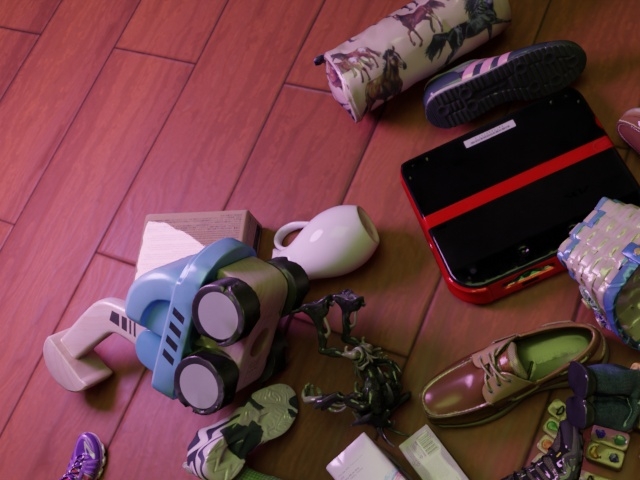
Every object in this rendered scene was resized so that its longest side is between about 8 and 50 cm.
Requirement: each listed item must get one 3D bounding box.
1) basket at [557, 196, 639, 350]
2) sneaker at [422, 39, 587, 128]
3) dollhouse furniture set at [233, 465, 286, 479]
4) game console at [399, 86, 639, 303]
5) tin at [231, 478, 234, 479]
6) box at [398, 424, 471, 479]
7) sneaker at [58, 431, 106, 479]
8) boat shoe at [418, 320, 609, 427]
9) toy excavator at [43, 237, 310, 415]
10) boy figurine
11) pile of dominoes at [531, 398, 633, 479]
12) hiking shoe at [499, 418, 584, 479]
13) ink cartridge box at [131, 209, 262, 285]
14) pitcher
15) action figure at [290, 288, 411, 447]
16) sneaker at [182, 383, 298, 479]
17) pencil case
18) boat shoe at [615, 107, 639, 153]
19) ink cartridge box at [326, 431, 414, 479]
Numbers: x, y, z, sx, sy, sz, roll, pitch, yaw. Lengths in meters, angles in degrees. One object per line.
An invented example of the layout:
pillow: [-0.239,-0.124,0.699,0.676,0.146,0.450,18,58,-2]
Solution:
basket: [0.536,0.078,1.333,0.201,0.255,0.289,-53,43,-4]
sneaker: [0.350,-0.330,1.670,0.319,0.112,0.131,-16,37,11]
dollhouse furniture set: [-0.101,0.528,1.368,0.197,0.151,0.302,11,74,15]
game console: [0.371,-0.086,1.585,0.386,0.060,0.342,-24,54,7]
tin: [-0.168,0.481,1.511,0.189,0.040,0.106,-13,66,13]
box: [0.245,0.442,1.364,0.067,0.063,0.324,-39,59,0]
sneaker: [-0.458,0.445,1.612,0.068,0.071,0.170,-1,65,19]
boat shoe: [0.315,0.209,1.418,0.324,0.120,0.123,-24,60,7]
toy excavator: [-0.293,0.155,1.578,0.445,0.222,0.433,28,114,22]
boy figurine: [0.521,0.248,1.303,0.285,0.092,0.177,5,93,-5]
pile of dominoes: [0.422,0.385,1.342,0.196,0.040,0.251,15,71,25]
hiking shoe: [0.333,0.369,1.310,0.114,0.086,0.227,14,62,21]
ink cartridge box: [-0.248,0.044,1.719,0.234,0.088,0.193,-1,67,18]
pitcher: [0.000,0.000,1.643,0.207,0.125,0.178,-29,43,18]
action figure: [0.056,0.227,1.479,0.141,0.164,0.276,-30,80,50]
sneaker: [-0.155,0.346,1.538,0.153,0.094,0.235,-19,22,50]
pencil case: [0.195,-0.406,1.722,0.410,0.160,0.183,-33,27,-2]
boat shoe: [0.620,-0.106,1.462,0.116,0.123,0.324,-40,57,0]
ink cartridge box: [0.122,0.424,1.364,0.093,0.154,0.212,-44,59,-4]
